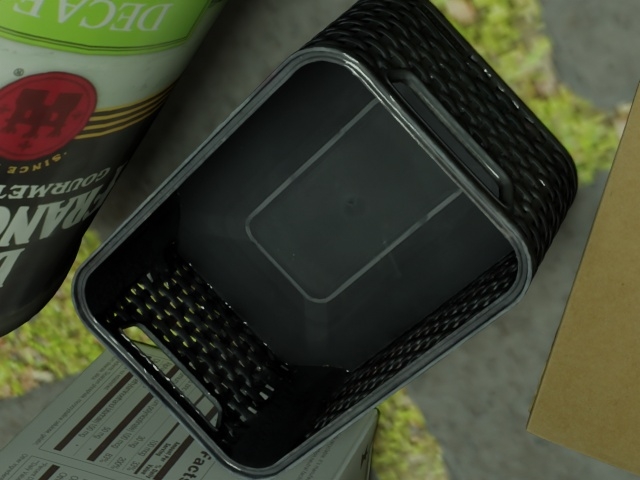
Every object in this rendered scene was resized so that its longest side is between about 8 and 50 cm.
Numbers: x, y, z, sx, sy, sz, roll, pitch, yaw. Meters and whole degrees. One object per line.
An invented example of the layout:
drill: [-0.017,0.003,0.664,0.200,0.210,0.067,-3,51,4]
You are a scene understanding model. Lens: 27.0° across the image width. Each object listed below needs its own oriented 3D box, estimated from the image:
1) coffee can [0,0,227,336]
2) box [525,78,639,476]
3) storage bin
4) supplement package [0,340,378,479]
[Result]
coffee can: [-0.126,-0.122,0.469,0.201,0.201,0.275,38,123,2]
box: [0.183,0.021,0.516,0.164,0.021,0.201,20,121,13]
storage bin: [0.000,0.000,0.547,0.122,0.084,0.180,47,123,-4]
supplement package: [-0.081,0.218,0.620,0.145,0.204,0.262,13,119,17]
